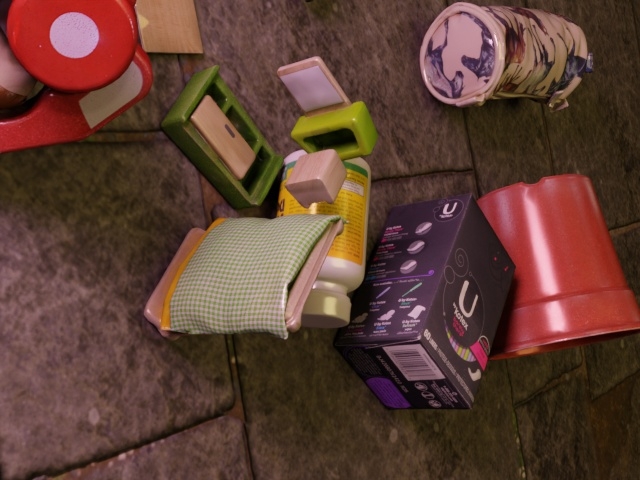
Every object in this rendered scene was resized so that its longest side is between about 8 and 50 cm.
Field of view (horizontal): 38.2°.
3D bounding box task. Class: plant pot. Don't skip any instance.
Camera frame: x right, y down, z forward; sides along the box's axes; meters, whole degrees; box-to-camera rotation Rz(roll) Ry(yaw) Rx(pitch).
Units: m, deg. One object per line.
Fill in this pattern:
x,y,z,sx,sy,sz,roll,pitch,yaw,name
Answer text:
0.378,0.044,1.536,0.272,0.272,0.265,4,71,-51,plant pot

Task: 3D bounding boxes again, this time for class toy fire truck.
-0.296,-0.196,0.750,0.302,0.253,0.169,52,12,-33,toy fire truck

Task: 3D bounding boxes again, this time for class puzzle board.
-0.183,-0.279,1.069,0.096,0.011,0.128,-14,93,-53,puzzle board

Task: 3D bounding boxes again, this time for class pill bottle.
0.000,0.000,1.161,0.117,0.117,0.209,23,65,-47,pill bottle

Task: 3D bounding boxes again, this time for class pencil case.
0.329,-0.314,1.607,0.410,0.159,0.184,-14,79,-52,pencil case

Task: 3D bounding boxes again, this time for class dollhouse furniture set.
-0.087,-0.053,0.996,0.151,0.197,0.302,53,45,-33,dollhouse furniture set

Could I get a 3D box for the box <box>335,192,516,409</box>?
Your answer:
0.158,0.088,1.322,0.165,0.143,0.270,53,46,-32,box
